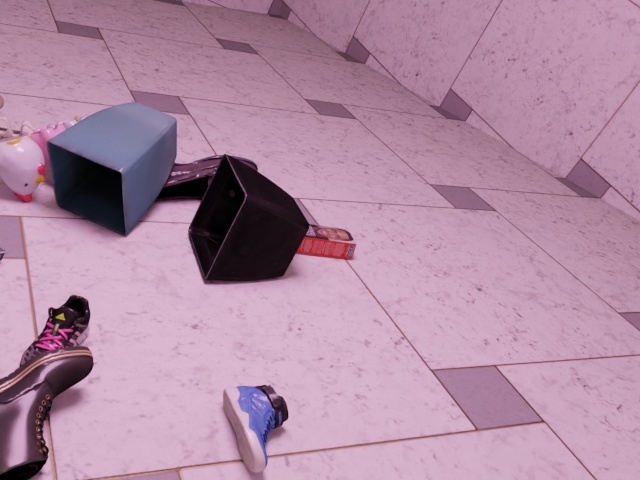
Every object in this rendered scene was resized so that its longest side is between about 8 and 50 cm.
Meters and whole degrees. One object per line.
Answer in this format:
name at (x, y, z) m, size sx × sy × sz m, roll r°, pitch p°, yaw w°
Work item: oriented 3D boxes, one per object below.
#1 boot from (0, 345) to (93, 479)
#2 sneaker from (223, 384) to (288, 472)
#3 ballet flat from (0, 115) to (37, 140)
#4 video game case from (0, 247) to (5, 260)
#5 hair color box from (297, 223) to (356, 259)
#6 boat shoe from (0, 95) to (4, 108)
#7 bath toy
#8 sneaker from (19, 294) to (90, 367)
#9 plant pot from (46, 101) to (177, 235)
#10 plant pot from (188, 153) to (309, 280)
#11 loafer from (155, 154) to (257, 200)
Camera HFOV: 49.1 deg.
boot at (-0.349, 0.224, 0.877) m, size 0.198 × 0.077 × 0.137 m, roll -28°, pitch 54°, yaw -38°
sneaker at (-0.078, 0.255, 0.979) m, size 0.084 × 0.058 × 0.152 m, roll -5°, pitch 27°, yaw -22°
ballet flat at (-0.675, -0.229, 1.525) m, size 0.221 × 0.079 × 0.077 m, roll 8°, pitch 27°, yaw -19°
video game case at (-0.637, -0.011, 1.053) m, size 0.196 × 0.026 × 0.274 m, roll 30°, pitch 7°, yaw 5°
hair color box at (0.000, 0.000, 1.531) m, size 0.141 × 0.043 × 0.072 m, roll 7°, pitch 27°, yaw -21°
boat shoe at (-0.899, -0.371, 1.642) m, size 0.302 × 0.109 × 0.098 m, roll 22°, pitch 21°, yaw -3°
bath toy at (-0.538, -0.179, 1.468) m, size 0.151 × 0.129 × 0.348 m, roll -4°, pitch 18°, yaw 20°
sneaker at (-0.379, 0.135, 1.010) m, size 0.063 × 0.075 × 0.170 m, roll 18°, pitch 27°, yaw 0°
plant pot at (-0.394, -0.167, 1.401) m, size 0.165 × 0.166 × 0.234 m, roll 23°, pitch 46°, yaw 11°
plant pot at (-0.133, -0.030, 1.372) m, size 0.167 × 0.188 × 0.187 m, roll 16°, pitch 24°, yaw -30°
loafer at (-0.278, -0.123, 1.560) m, size 0.302 × 0.109 × 0.095 m, roll -3°, pitch 51°, yaw -23°
